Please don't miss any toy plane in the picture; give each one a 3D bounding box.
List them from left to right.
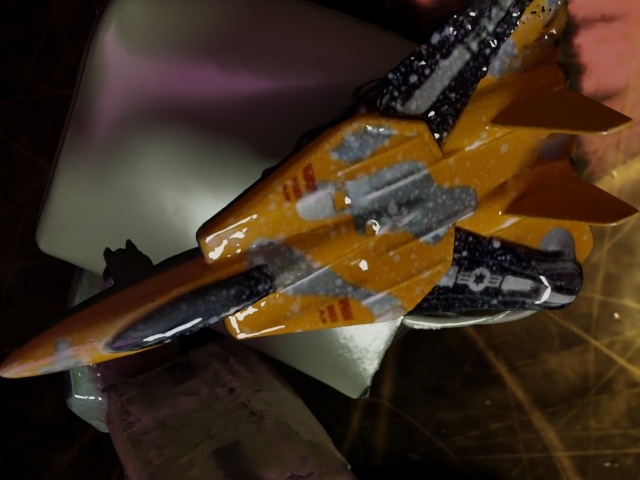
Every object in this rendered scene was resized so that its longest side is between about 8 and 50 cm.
[{"bbox_3d":[-0.004,-0.005,0.486,0.316,0.103,0.204,-19,120,-8],"label":"toy plane"}]

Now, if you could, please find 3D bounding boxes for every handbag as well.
[{"bbox_3d":[0.000,-0.020,0.584,0.315,0.109,0.241,25,120,0],"label":"handbag"}]

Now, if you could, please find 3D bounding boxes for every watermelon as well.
[{"bbox_3d":[-0.149,0.080,0.711,0.094,0.081,0.180,-14,119,-4],"label":"watermelon"}]

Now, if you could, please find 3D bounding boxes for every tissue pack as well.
[{"bbox_3d":[-0.020,0.250,0.639,0.125,0.242,0.343,-22,111,-15],"label":"tissue pack"}]
